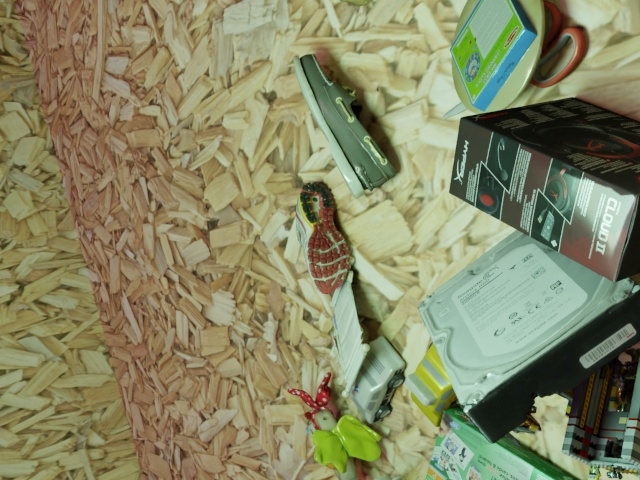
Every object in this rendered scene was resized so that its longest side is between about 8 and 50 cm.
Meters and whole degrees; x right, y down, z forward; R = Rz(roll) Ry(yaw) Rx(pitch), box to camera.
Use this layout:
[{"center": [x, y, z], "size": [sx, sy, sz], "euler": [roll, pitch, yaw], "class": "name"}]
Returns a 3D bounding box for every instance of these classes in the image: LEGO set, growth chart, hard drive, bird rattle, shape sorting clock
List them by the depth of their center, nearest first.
[{"center": [0.356, 0.228, 0.989], "size": [0.331, 0.255, 0.192], "euler": [-8, 56, 52], "class": "LEGO set"}, {"center": [0.254, 0.090, 1.025], "size": [0.064, 0.237, 0.339], "euler": [51, -171, -13], "class": "hard drive"}, {"center": [0.250, -0.281, 1.147], "size": [0.206, 0.040, 0.206], "euler": [-173, 90, -67], "class": "shape sorting clock"}, {"center": [0.051, 0.173, 1.594], "size": [0.172, 0.021, 0.237], "euler": [112, 156, -46], "class": "growth chart"}, {"center": [0.017, 0.419, 1.709], "size": [0.253, 0.143, 0.206], "euler": [34, 142, 56], "class": "bird rattle"}]

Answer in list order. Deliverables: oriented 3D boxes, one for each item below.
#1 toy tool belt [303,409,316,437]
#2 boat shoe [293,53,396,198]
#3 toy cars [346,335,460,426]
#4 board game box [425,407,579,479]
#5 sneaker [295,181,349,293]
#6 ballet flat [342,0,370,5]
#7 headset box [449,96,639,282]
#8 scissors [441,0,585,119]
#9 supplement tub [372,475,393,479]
[{"center": [-0.011, 0.429, 1.831], "size": [0.083, 0.052, 0.051], "euler": [43, 145, 13], "class": "toy tool belt"}, {"center": [0.039, -0.222, 1.475], "size": [0.305, 0.091, 0.109], "euler": [65, -177, 20], "class": "boat shoe"}, {"center": [0.145, 0.268, 1.502], "size": [0.394, 0.087, 0.176], "euler": [-18, 87, 57], "class": "toy cars"}, {"center": [0.302, 0.438, 1.300], "size": [0.317, 0.046, 0.213], "euler": [27, 110, 44], "class": "board game box"}, {"center": [0.000, 0.000, 1.628], "size": [0.092, 0.088, 0.225], "euler": [126, 139, -65], "class": "sneaker"}, {"center": [0.010, -0.490, 1.432], "size": [0.232, 0.073, 0.080], "euler": [47, 137, 37], "class": "ballet flat"}, {"center": [0.336, -0.069, 0.964], "size": [0.293, 0.218, 0.110], "euler": [35, 130, 45], "class": "headset box"}, {"center": [0.272, -0.225, 1.183], "size": [0.109, 0.021, 0.297], "euler": [65, 145, 17], "class": "scissors"}, {"center": [0.132, 0.636, 1.532], "size": [0.316, 0.228, 0.228], "euler": [58, 143, 25], "class": "supplement tub"}]
